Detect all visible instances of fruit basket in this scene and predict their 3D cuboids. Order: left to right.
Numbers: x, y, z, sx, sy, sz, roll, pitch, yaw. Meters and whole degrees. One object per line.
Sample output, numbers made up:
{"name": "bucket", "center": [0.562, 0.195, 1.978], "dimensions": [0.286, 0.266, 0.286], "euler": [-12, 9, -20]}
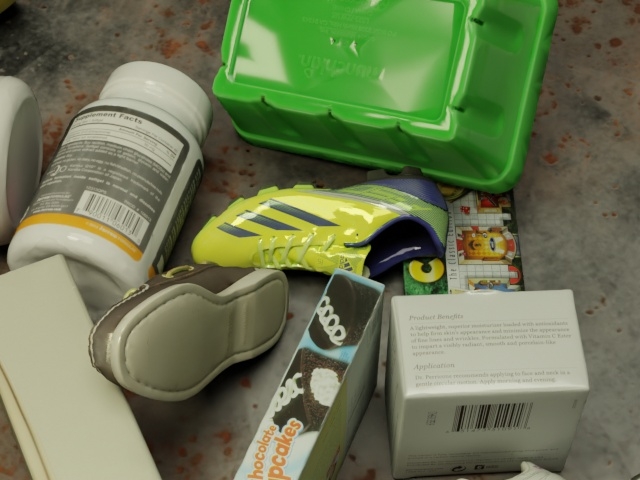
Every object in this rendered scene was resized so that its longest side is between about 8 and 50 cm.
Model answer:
{"name": "fruit basket", "center": [0.093, -0.220, 1.718], "dimensions": [0.392, 0.392, 0.282], "euler": [13, 92, 8]}

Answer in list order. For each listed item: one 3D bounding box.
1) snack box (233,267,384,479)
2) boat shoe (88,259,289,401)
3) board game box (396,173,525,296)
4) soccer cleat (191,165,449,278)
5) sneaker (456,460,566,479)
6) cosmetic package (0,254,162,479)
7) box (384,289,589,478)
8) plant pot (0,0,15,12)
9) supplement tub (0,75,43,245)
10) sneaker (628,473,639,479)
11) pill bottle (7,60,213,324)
{"name": "snack box", "center": [-0.021, 0.207, 1.404], "dimensions": [0.060, 0.187, 0.322], "euler": [18, 55, 12]}
{"name": "boat shoe", "center": [-0.143, 0.083, 1.466], "dimensions": [0.097, 0.116, 0.324], "euler": [10, 13, 24]}
{"name": "board game box", "center": [0.158, 0.010, 1.654], "dimensions": [0.136, 0.030, 0.259], "euler": [-2, 53, 0]}
{"name": "soccer cleat", "center": [0.000, -0.001, 1.603], "dimensions": [0.289, 0.093, 0.121], "euler": [-12, 56, 1]}
{"name": "sneaker", "center": [0.133, 0.320, 1.390], "dimensions": [0.305, 0.114, 0.152], "euler": [-27, 44, -24]}
{"name": "cosmetic package", "center": [-0.244, 0.187, 1.434], "dimensions": [0.113, 0.160, 0.309], "euler": [-21, 55, -15]}
{"name": "box", "center": [0.160, 0.145, 1.457], "dimensions": [0.181, 0.182, 0.119], "euler": [-2, 55, -2]}
{"name": "plant pot", "center": [-0.460, -0.315, 1.835], "dimensions": [0.134, 0.134, 0.095], "euler": [36, 87, 23]}
{"name": "supplement tub", "center": [-0.462, -0.099, 1.622], "dimensions": [0.272, 0.191, 0.191], "euler": [6, 53, 3]}
{"name": "sneaker", "center": [0.420, 0.276, 1.435], "dimensions": [0.229, 0.086, 0.132], "euler": [-16, 59, 0]}
{"name": "pill bottle", "center": [-0.223, -0.056, 1.614], "dimensions": [0.162, 0.162, 0.278], "euler": [13, 53, 8]}
